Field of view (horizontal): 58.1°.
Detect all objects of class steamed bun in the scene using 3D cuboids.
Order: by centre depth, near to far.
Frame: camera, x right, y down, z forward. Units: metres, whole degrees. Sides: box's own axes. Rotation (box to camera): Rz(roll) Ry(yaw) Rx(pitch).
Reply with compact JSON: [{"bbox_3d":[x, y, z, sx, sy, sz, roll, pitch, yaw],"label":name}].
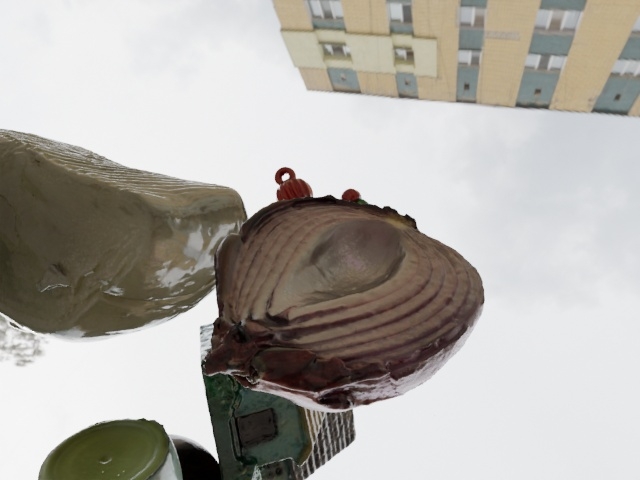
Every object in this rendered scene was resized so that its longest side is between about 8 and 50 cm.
[{"bbox_3d":[-0.297,0.004,0.752,0.383,0.247,0.236,19,-79,24],"label":"steamed bun"}]

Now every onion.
[{"bbox_3d":[0.002,0.068,0.507,0.227,0.283,0.120,29,-55,28],"label":"onion"}]

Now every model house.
[{"bbox_3d":[-0.044,0.253,0.903,0.249,0.230,0.280,-11,-81,-10],"label":"model house"}]

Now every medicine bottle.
[{"bbox_3d":[-0.225,0.295,0.638,0.147,0.147,0.143,1,-70,12],"label":"medicine bottle"}]

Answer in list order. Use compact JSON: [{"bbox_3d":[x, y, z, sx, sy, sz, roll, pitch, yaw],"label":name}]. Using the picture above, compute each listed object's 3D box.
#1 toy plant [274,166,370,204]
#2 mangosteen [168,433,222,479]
[{"bbox_3d":[0.014,0.004,0.809,0.154,0.088,0.240,-5,-104,10],"label":"toy plant"},{"bbox_3d":[-0.247,0.375,0.819,0.235,0.261,0.235,-2,-142,1],"label":"mangosteen"}]
